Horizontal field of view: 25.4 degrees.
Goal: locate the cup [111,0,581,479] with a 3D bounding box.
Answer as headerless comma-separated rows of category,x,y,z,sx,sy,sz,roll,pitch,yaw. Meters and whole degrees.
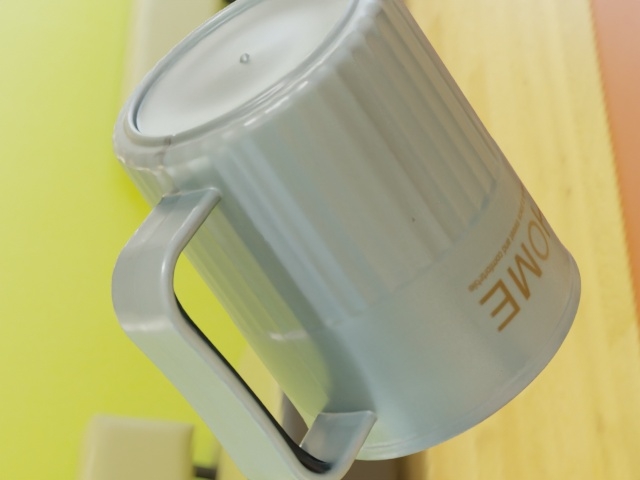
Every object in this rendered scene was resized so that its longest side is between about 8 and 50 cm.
cup,-0.007,-0.007,1.102,0.331,0.311,0.257,-41,28,-11
